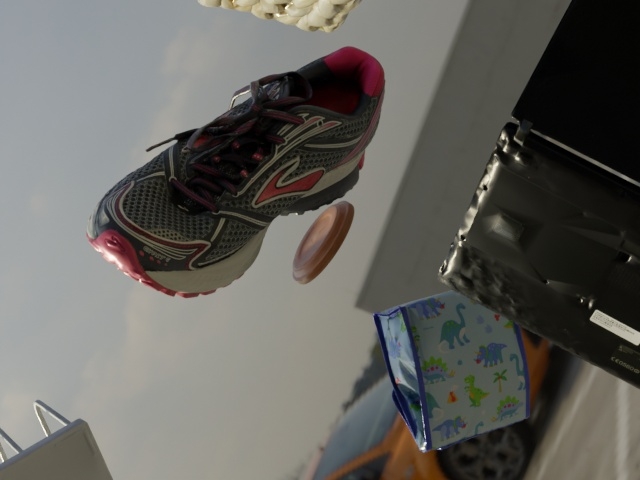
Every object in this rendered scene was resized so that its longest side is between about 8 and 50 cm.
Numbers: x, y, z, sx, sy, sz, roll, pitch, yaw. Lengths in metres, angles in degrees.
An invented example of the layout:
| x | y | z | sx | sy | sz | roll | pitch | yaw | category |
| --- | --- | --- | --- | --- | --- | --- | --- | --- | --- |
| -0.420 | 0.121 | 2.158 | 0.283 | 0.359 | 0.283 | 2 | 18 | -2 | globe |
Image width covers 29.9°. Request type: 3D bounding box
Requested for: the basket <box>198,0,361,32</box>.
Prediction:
| x | y | z | sx | sy | sz | roll | pitch | yaw | category |
| --- | --- | --- | --- | --- | --- | --- | --- | --- | --- |
| -0.048 | -0.307 | 0.604 | 0.331 | 0.266 | 0.328 | 159 | 127 | -77 | basket |

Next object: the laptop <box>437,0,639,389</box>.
| x | y | z | sx | sy | sz | roll | pitch | yaw | category |
| --- | --- | --- | --- | --- | --- | --- | --- | --- | --- |
| 0.233 | -0.035 | 0.764 | 0.136 | 0.234 | 0.264 | -54 | -12 | -37 | laptop |

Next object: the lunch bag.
| x | y | z | sx | sy | sz | roll | pitch | yaw | category |
| --- | --- | --- | --- | --- | --- | --- | --- | --- | --- |
| 0.139 | 0.128 | 1.225 | 0.096 | 0.128 | 0.151 | 151 | 104 | -70 | lunch bag |

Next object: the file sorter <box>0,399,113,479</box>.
| x | y | z | sx | sy | sz | roll | pitch | yaw | category |
| --- | --- | --- | --- | --- | --- | --- | --- | --- | --- |
| -0.390 | 0.338 | 1.405 | 0.277 | 0.173 | 0.193 | -29 | -66 | -25 | file sorter |

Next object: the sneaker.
| x | y | z | sx | sy | sz | roll | pitch | yaw | category |
| --- | --- | --- | --- | --- | --- | --- | --- | --- | --- |
| -0.061 | -0.064 | 0.920 | 0.299 | 0.121 | 0.112 | -40 | -18 | -44 | sneaker |

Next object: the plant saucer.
| x | y | z | sx | sy | sz | roll | pitch | yaw | category |
| --- | --- | --- | --- | --- | --- | --- | --- | --- | --- |
| 0.000 | 0.000 | 1.049 | 0.083 | 0.013 | 0.083 | -49 | 18 | 22 | plant saucer |
